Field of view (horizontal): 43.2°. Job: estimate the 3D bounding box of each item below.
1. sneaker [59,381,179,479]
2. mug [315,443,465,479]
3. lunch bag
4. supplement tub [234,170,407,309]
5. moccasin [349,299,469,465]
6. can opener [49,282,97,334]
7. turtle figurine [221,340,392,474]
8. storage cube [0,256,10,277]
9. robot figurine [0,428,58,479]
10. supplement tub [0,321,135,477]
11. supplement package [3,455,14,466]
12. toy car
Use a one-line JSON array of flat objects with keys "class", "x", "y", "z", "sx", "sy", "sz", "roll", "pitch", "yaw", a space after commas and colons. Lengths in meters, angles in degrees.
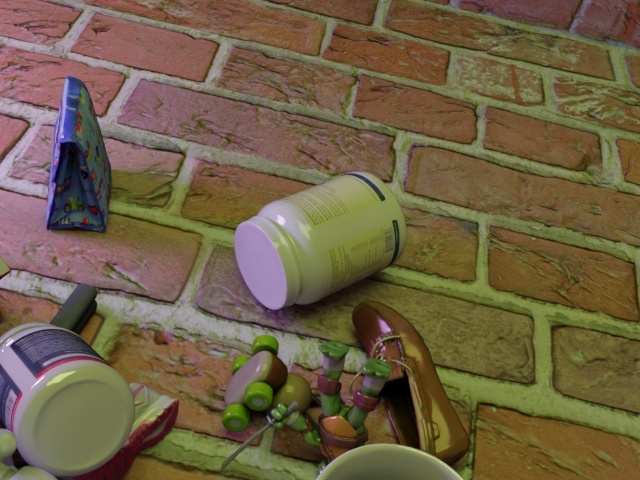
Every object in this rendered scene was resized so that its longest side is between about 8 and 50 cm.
[{"class": "sneaker", "x": -0.374, "y": 0.349, "z": 1.449, "sx": 0.111, "sy": 0.103, "sz": 0.252, "roll": 30, "pitch": 41, "yaw": 21}, {"class": "mug", "x": 0.126, "y": 0.529, "z": 1.228, "sx": 0.374, "sy": 0.328, "sz": 0.276, "roll": 22, "pitch": 46, "yaw": 7}, {"class": "lunch bag", "x": -0.536, "y": -0.199, "z": 1.791, "sx": 0.138, "sy": 0.293, "sz": 0.221, "roll": 2, "pitch": 46, "yaw": -13}, {"class": "supplement tub", "x": 0.000, "y": 0.000, "z": 1.773, "sx": 0.324, "sy": 0.235, "sz": 0.235, "roll": -23, "pitch": 56, "yaw": -31}, {"class": "moccasin", "x": 0.149, "y": 0.284, "z": 1.619, "sx": 0.147, "sy": 0.139, "sz": 0.380, "roll": -4, "pitch": 57, "yaw": -30}, {"class": "can opener", "x": -0.538, "y": 0.190, "z": 1.569, "sx": 0.095, "sy": 0.076, "sz": 0.283, "roll": 20, "pitch": 44, "yaw": 4}, {"class": "turtle figurine", "x": 0.011, "y": 0.329, "z": 1.410, "sx": 0.274, "sy": 0.266, "sz": 0.198, "roll": 6, "pitch": 15, "yaw": -32}, {"class": "storage cube", "x": -0.739, "y": 0.056, "z": 1.516, "sx": 0.215, "sy": 0.193, "sz": 0.183, "roll": 55, "pitch": 48, "yaw": -11}, {"class": "robot figurine", "x": -0.489, "y": 0.408, "z": 1.098, "sx": 0.353, "sy": 0.200, "sz": 0.300, "roll": 2, "pitch": 85, "yaw": -5}, {"class": "supplement tub", "x": -0.444, "y": 0.255, "z": 1.353, "sx": 0.191, "sy": 0.191, "sz": 0.272, "roll": -20, "pitch": 24, "yaw": -30}, {"class": "supplement package", "x": -0.643, "y": 0.317, "z": 1.349, "sx": 0.175, "sy": 0.177, "sz": 0.293, "roll": -21, "pitch": 56, "yaw": -29}, {"class": "toy car", "x": -0.076, "y": 0.304, "z": 1.562, "sx": 0.188, "sy": 0.149, "sz": 0.155, "roll": 32, "pitch": 33, "yaw": -19}]
